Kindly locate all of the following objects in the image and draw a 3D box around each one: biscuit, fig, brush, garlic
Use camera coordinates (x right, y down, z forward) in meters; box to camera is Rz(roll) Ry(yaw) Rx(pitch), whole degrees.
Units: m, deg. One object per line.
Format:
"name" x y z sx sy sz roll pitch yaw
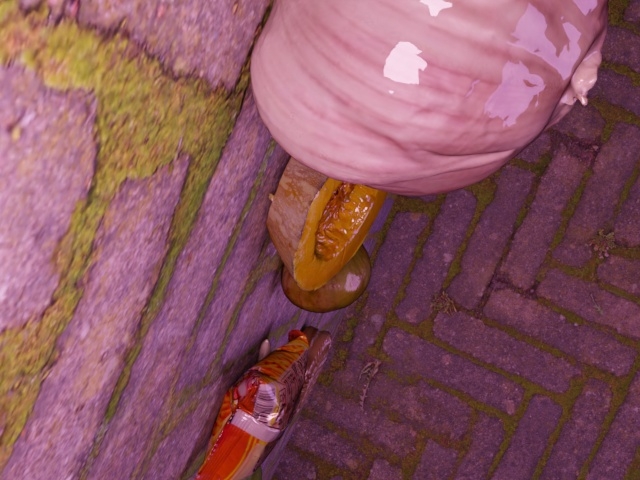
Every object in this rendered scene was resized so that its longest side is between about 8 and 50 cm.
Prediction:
"biscuit" -0.047 0.330 1.796 0.259 0.079 0.259 24 90 -82
"fig" 0.000 0.000 1.094 0.149 0.149 0.245 -58 150 -44
"brush" -0.110 0.267 1.344 0.299 0.042 0.039 103 -15 -47
"garlic" 0.098 -0.172 0.589 0.317 0.259 0.317 20 90 -80

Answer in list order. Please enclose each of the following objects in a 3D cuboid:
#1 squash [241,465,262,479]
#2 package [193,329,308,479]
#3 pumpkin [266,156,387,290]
"squash" -0.191 0.527 1.361 0.378 0.101 0.101 -57 169 -53
"package" -0.097 0.284 1.172 0.223 0.108 0.288 -63 167 14
"pumpkin" -0.002 -0.054 0.896 0.217 0.110 0.217 -50 163 -21
